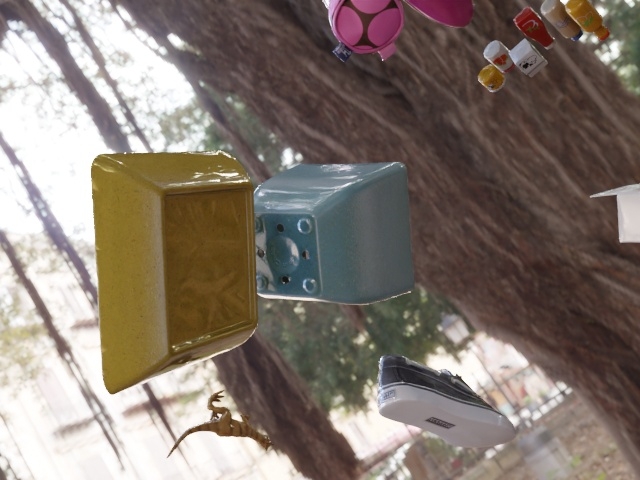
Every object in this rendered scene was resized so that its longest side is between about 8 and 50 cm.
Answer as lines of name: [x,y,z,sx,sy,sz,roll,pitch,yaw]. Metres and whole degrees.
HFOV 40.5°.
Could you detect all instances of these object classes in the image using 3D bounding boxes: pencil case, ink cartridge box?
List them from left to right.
pencil case: [0.038,-0.301,1.040,0.095,0.209,0.098,-36,-53,19]
ink cartridge box: [0.454,-0.036,1.084,0.115,0.067,0.198,-12,10,-42]

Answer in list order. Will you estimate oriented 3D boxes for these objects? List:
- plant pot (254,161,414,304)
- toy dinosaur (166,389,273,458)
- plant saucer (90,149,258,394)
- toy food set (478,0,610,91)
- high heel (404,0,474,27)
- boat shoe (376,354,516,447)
plant pot: [0.000,0.000,1.557,0.247,0.248,0.252,2,13,31]
toy dinosaur: [-0.172,0.316,1.485,0.211,0.112,0.064,12,-64,-33]
plant saucer: [-0.190,0.033,1.285,0.081,0.332,0.333,1,7,28]
toy food set: [0.405,-0.355,1.598,0.104,0.111,0.232,32,-62,-34]
high heel: [0.143,-0.472,1.230,0.181,0.377,0.127,-8,41,56]
boat shoe: [0.206,0.260,1.411,0.301,0.102,0.108,24,-42,-32]
